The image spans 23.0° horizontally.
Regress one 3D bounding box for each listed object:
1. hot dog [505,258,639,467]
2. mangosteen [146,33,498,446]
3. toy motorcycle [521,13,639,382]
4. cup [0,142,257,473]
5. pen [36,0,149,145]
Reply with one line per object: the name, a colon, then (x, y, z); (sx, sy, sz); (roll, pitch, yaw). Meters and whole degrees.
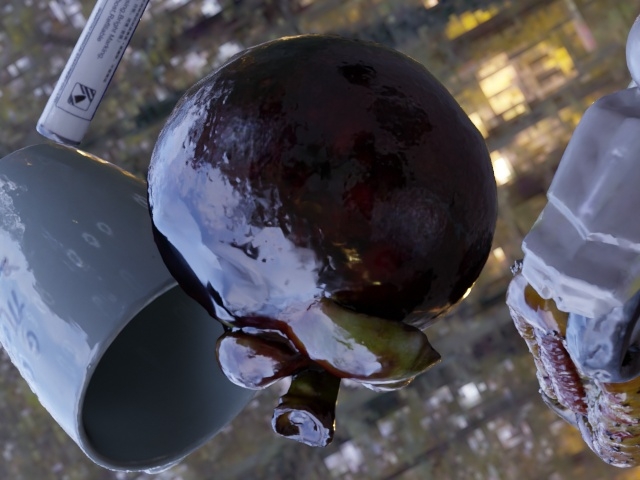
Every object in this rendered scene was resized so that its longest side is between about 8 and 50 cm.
hot dog: (0.200, 0.092, 1.136); (0.131, 0.069, 0.252); (35, 164, 30)
mangosteen: (0.000, 0.000, 1.005); (0.228, 0.228, 0.265); (35, -126, -66)
toy motorcycle: (0.200, -0.096, 0.653); (0.108, 0.340, 0.223); (32, 170, 27)
cup: (-0.168, 0.065, 1.236); (0.234, 0.186, 0.258); (39, 145, 37)
pen: (-0.087, -0.141, 0.779); (0.025, 0.204, 0.025); (27, -171, -5)
